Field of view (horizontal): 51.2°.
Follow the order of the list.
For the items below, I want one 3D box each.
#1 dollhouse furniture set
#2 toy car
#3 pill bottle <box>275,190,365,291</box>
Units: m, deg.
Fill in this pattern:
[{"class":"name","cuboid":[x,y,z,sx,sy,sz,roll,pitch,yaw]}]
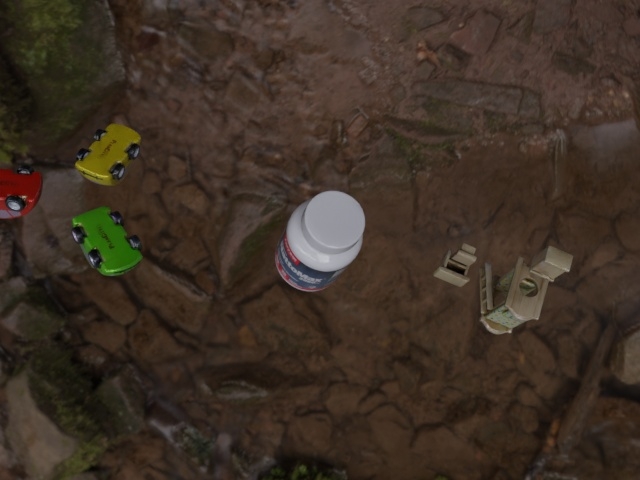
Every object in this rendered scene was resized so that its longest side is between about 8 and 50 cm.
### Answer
[{"class":"dollhouse furniture set","cuboid":[0.280,0.066,1.079,0.161,0.101,0.182,23,158,0]},{"class":"toy car","cuboid":[-0.299,-0.034,0.836,0.225,0.239,0.053,50,147,22]},{"class":"pill bottle","cuboid":[0.000,0.000,0.942,0.108,0.108,0.180,36,157,2]}]
